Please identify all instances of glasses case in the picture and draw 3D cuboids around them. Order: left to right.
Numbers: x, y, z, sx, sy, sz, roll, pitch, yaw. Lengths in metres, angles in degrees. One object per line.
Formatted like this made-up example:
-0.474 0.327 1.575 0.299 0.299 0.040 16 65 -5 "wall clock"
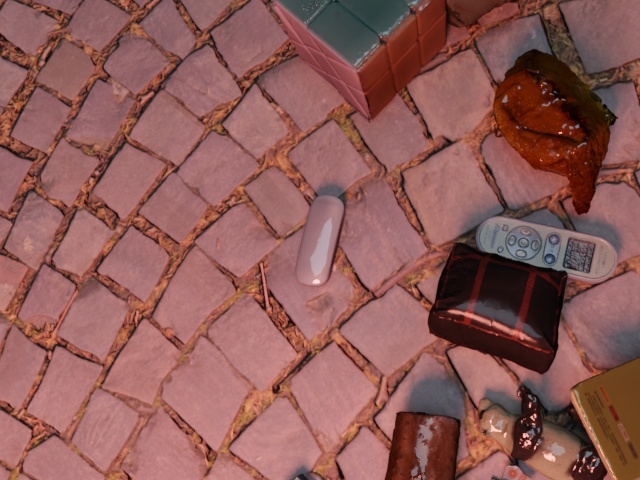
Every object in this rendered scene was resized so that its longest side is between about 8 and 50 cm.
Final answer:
0.000 0.000 1.262 0.067 0.045 0.178 11 80 13 "glasses case"

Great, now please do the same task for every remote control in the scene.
0.399 0.017 1.182 0.244 0.047 0.087 14 78 14 "remote control"

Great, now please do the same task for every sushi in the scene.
0.419 -0.208 1.181 0.167 0.179 0.296 -47 56 22 "sushi"

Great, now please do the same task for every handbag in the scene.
0.303 0.108 1.126 0.215 0.155 0.169 18 62 14 "handbag"

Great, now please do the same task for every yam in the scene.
0.160 0.427 1.098 0.131 0.131 0.279 8 76 12 "yam"

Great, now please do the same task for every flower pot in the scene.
0.264 -0.492 1.235 0.235 0.235 0.140 45 100 16 "flower pot"

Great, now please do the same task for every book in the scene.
0.587 0.281 1.043 0.352 0.035 0.239 -19 75 -13 "book"

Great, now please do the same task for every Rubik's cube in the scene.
0.081 -0.406 1.244 0.224 0.221 0.231 -45 74 -1 "Rubik's cube"

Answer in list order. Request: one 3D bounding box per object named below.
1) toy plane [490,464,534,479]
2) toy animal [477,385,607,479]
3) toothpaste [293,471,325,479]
0.277 0.462 1.109 0.078 0.053 0.197 31 86 7 "toy plane"
0.370 0.322 1.102 0.225 0.094 0.121 24 92 14 "toy animal"
0.021 0.490 1.151 0.193 0.044 0.070 43 89 16 "toothpaste"
